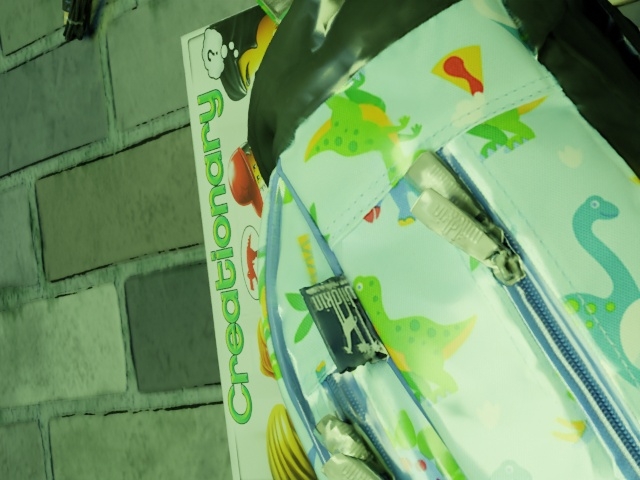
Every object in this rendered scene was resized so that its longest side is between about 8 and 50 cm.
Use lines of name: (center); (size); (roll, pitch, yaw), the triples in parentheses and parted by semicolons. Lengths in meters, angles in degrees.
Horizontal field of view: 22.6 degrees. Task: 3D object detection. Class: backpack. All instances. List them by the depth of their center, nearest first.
backpack: (0.118, 0.075, 0.647); (0.273, 0.290, 0.355); (-46, 66, 2)

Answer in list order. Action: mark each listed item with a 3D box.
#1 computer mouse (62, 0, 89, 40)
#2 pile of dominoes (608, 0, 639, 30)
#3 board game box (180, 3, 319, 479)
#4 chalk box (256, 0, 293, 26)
computer mouse: (-0.186, -0.268, 1.207); (0.071, 0.041, 0.242); (-110, 26, -69)
pile of dominoes: (0.190, -0.126, 0.740); (0.251, 0.040, 0.196); (-48, 57, 44)
board game box: (0.000, 0.000, 0.994); (0.193, 0.053, 0.305); (-13, 83, 53)
chalk box: (0.019, -0.165, 0.842); (0.132, 0.132, 0.213); (-42, 64, 6)
